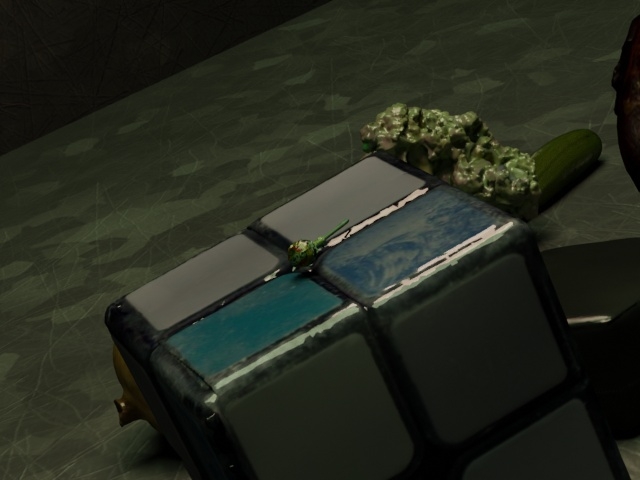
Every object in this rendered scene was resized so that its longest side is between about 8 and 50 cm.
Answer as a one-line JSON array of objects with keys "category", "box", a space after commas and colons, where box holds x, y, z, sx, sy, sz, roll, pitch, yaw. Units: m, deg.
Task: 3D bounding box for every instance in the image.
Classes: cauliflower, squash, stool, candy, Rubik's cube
[{"category": "cauliflower", "box": [0.154, -0.045, 2.289, 0.256, 0.239, 0.315, 9, 40, 3]}, {"category": "squash", "box": [0.320, -0.098, 2.463, 0.066, 0.066, 0.252, -1, 23, 38]}, {"category": "stool", "box": [0.274, 0.098, 1.809, 0.232, 0.141, 0.232, -13, 19, 5]}, {"category": "candy", "box": [0.000, 0.000, 1.471, 0.023, 0.025, 0.083, 21, 33, 23]}, {"category": "Rubik's cube", "box": [0.041, 0.144, 1.538, 0.313, 0.316, 0.318, -30, 23, -12]}]

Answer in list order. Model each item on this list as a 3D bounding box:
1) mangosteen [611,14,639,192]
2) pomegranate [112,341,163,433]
[{"category": "mangosteen", "box": [0.530, -0.136, 1.990, 0.381, 0.421, 0.381, -40, -17, -15]}, {"category": "pomegranate", "box": [-0.155, 0.142, 1.986, 0.196, 0.196, 0.196, -14, 18, 5]}]
